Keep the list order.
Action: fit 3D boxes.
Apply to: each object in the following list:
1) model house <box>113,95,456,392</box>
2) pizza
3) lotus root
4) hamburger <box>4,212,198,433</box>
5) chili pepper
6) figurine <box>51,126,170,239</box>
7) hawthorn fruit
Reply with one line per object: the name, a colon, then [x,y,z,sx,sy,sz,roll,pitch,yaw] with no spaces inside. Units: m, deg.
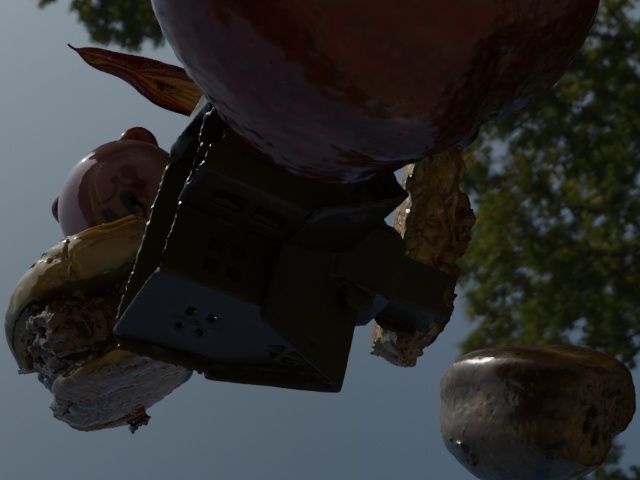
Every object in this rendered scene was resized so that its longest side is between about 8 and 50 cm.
model house: [0.000,0.000,0.908,0.243,0.204,0.211,22,-120,-15]
pizza: [0.111,0.031,1.257,0.086,0.336,0.226,10,-147,-1]
lotus root: [0.250,0.216,1.449,0.193,0.291,0.193,3,-96,-31]
hamburger: [-0.214,0.091,1.152,0.245,0.282,0.155,7,-126,-61]
chili pepper: [-0.175,-0.165,1.195,0.178,0.045,0.027,19,-162,4]
figurine: [-0.230,-0.036,1.408,0.173,0.173,0.173,11,-115,-23]
hawthorn fruit: [0.011,-0.187,0.682,0.300,0.254,0.254,55,-126,-22]
